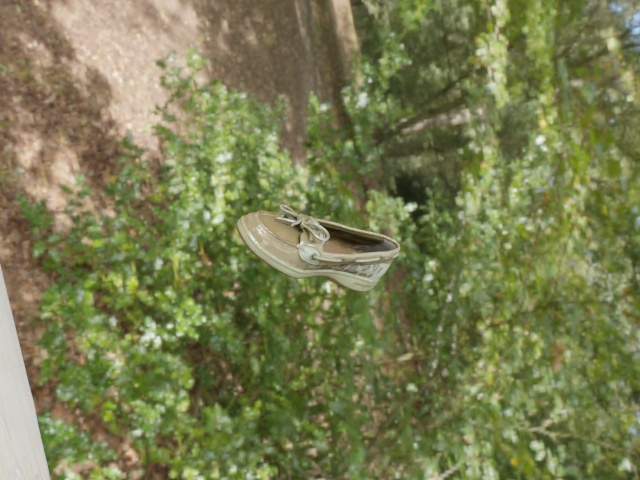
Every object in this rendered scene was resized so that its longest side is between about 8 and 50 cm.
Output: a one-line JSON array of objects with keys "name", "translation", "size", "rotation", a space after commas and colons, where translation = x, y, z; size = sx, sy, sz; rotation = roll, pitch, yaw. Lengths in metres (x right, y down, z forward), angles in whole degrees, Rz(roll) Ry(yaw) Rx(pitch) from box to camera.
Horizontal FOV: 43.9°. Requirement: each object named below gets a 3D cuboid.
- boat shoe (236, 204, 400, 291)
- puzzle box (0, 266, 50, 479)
[{"name": "boat shoe", "translation": [0.000, 0.000, 1.181], "size": [0.285, 0.089, 0.105], "rotation": [16, 36, -45]}, {"name": "puzzle box", "translation": [-0.364, 0.042, 0.610], "size": [0.052, 0.272, 0.409], "rotation": [21, 43, -62]}]
